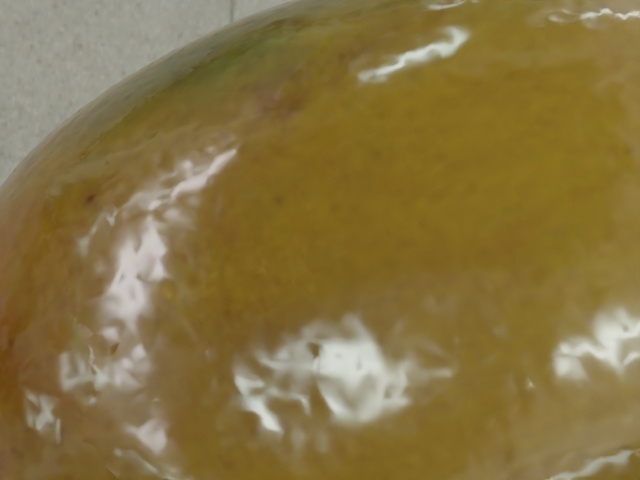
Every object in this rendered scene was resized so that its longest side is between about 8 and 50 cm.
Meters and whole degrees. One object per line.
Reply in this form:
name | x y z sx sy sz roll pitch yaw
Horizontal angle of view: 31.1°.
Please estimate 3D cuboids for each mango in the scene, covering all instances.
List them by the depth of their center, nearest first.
mango | 0.039 0.038 0.506 0.445 0.232 0.300 -15 84 17
